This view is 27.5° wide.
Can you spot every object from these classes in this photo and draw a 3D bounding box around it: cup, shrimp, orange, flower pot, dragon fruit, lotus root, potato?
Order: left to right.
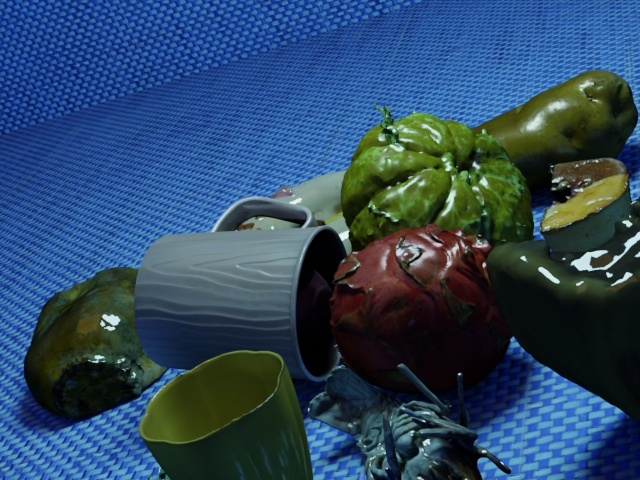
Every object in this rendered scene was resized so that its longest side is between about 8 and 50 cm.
[{"bbox_3d":[-0.383,0.169,2.138,0.267,0.149,0.260,-20,21,14],"label":"lotus root"},{"bbox_3d":[-0.099,0.258,1.609,0.195,0.179,0.195,-21,22,9],"label":"flower pot"},{"bbox_3d":[-0.104,0.059,1.901,0.273,0.288,0.208,-1,-12,23],"label":"cup"},{"bbox_3d":[0.098,0.242,1.513,0.221,0.166,0.410,-58,11,0],"label":"shrimp"},{"bbox_3d":[0.135,0.090,1.708,0.252,0.240,0.241,-11,20,-9],"label":"dragon fruit"},{"bbox_3d":[0.171,-0.047,1.935,0.301,0.300,0.223,-2,-30,-26],"label":"orange"},{"bbox_3d":[0.347,-0.153,2.156,0.369,0.176,0.195,-23,25,23],"label":"potato"}]

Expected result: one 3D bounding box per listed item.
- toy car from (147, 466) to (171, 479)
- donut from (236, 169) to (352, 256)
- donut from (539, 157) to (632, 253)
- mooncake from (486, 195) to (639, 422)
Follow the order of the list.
[{"bbox_3d":[-0.175,0.293,1.763,0.093,0.058,0.186,-15,42,19],"label":"toy car"},{"bbox_3d":[0.000,0.000,2.162,0.383,0.142,0.382,-20,21,8],"label":"donut"},{"bbox_3d":[0.401,-0.045,1.957,0.141,0.085,0.217,-11,26,26],"label":"donut"},{"bbox_3d":[0.412,0.008,1.412,0.393,0.394,0.246,13,12,-25],"label":"mooncake"}]
